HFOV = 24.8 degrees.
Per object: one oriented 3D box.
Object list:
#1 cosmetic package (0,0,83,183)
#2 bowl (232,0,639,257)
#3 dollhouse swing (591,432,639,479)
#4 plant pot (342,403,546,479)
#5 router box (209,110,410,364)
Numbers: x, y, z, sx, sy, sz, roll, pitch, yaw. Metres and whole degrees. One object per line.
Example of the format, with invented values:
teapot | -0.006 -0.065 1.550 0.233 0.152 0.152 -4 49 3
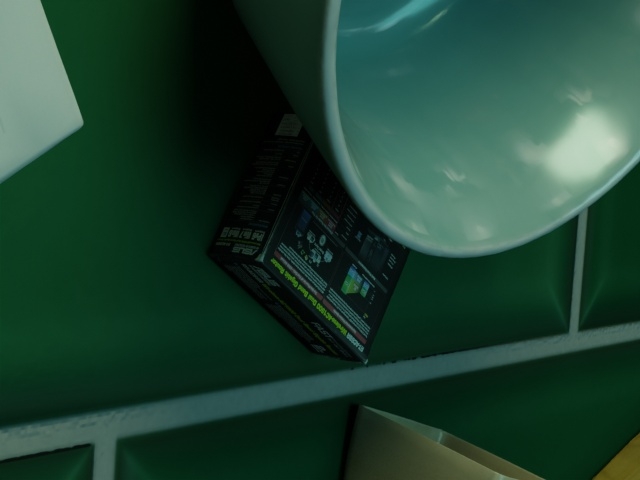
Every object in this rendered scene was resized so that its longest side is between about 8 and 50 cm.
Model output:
cosmetic package | -0.260 -0.039 0.344 0.385 0.156 0.217 -43 126 -40
bowl | 0.071 -0.163 0.724 0.311 0.163 0.311 -26 133 -31
dollhouse swing | 0.368 0.361 1.146 0.315 0.305 0.347 -29 119 -48
plant pot | 0.072 0.171 0.884 0.109 0.109 0.096 24 89 -53
router box | 0.000 0.000 0.804 0.122 0.038 0.092 47 58 -46
